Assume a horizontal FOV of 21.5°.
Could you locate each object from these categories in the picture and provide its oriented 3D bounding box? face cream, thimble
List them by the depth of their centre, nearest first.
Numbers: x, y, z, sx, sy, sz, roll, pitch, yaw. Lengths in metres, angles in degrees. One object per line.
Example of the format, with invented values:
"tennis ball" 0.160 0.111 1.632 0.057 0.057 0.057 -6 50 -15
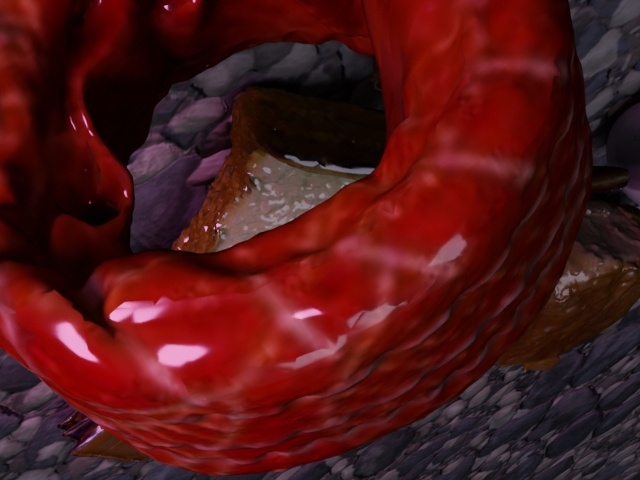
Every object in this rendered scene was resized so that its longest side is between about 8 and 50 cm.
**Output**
"thimble" -0.036 -0.062 0.876 0.350 0.350 0.230 -33 160 -3
"face cream" 0.337 -0.081 1.611 0.117 0.117 0.104 -45 146 24

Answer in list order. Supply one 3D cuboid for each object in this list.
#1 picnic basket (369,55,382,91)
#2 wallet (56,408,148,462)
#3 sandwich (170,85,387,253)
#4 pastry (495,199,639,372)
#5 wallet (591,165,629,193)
"picnic basket" 0.067 -0.132 1.202 0.072 0.072 0.083 -39 169 12
"wallet" -0.127 0.123 1.489 0.195 0.042 0.161 -40 161 9
"sandwich" 0.000 -0.001 1.287 0.226 0.087 0.251 11 138 -20
"pastry" 0.259 0.043 1.768 0.229 0.100 0.218 -26 154 -9
"wallet" 0.140 -0.041 1.456 0.255 0.031 0.137 -9 -178 -43
